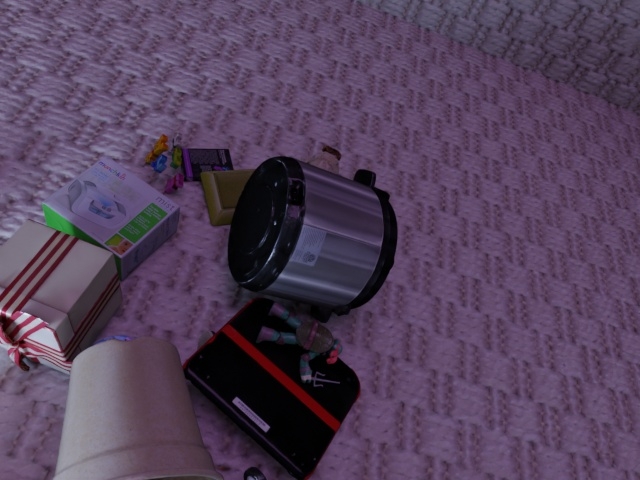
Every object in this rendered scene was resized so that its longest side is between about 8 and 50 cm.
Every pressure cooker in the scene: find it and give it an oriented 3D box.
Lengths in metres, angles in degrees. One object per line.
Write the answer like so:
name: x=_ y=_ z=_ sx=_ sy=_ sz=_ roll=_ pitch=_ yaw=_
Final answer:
pressure cooker: x=0.002 y=0.003 z=1.483 sx=0.421 sy=0.370 sz=0.375 roll=16 pitch=47 yaw=-29

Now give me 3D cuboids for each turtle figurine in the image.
turtle figurine: x=-0.032 y=0.248 z=1.371 sx=0.234 sy=0.118 sz=0.175 roll=27 pitch=40 yaw=-2

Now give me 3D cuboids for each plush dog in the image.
plush dog: x=-0.018 y=-0.175 z=1.704 sx=0.211 sy=0.225 sz=0.262 roll=32 pitch=51 yaw=3

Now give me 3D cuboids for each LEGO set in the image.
LEGO set: x=-0.481 y=-0.240 z=1.675 sx=0.087 sy=0.093 sz=0.227 roll=30 pitch=37 yaw=-40

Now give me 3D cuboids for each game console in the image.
game console: x=-0.103 y=0.343 z=1.359 sx=0.387 sy=0.060 sz=0.342 roll=40 pitch=42 yaw=4

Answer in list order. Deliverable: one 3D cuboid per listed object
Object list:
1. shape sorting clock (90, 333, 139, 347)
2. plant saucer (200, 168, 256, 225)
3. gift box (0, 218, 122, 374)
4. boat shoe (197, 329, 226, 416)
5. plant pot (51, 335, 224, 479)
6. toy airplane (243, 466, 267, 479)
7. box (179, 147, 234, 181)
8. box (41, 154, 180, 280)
shape sorting clock: x=-0.476 y=0.317 z=1.298 sx=0.207 sy=0.040 sz=0.206 roll=10 pitch=53 yaw=-14
plant saucer: x=-0.257 y=-0.145 z=1.689 sx=0.189 sy=0.045 sz=0.188 roll=-7 pitch=68 yaw=-25
gift box: x=-0.600 y=0.141 z=1.227 sx=0.277 sy=0.255 sz=0.258 roll=19 pitch=52 yaw=8
boat shoe: x=-0.244 y=0.329 z=1.369 sx=0.079 sy=0.084 sz=0.233 roll=14 pitch=39 yaw=-50
plant pot: x=-0.386 y=0.378 z=1.117 sx=0.334 sy=0.333 sz=0.305 roll=-2 pitch=53 yaw=-22
toy airplane: x=-0.053 y=0.660 z=1.072 sx=0.387 sy=0.272 sz=0.384 roll=-4 pitch=25 yaw=-5
box: x=-0.360 y=-0.241 z=1.747 sx=0.162 sy=0.029 sz=0.115 roll=-4 pitch=59 yaw=-22
box: x=-0.557 y=-0.063 z=1.486 sx=0.262 sy=0.126 sz=0.231 roll=35 pitch=53 yaw=6
